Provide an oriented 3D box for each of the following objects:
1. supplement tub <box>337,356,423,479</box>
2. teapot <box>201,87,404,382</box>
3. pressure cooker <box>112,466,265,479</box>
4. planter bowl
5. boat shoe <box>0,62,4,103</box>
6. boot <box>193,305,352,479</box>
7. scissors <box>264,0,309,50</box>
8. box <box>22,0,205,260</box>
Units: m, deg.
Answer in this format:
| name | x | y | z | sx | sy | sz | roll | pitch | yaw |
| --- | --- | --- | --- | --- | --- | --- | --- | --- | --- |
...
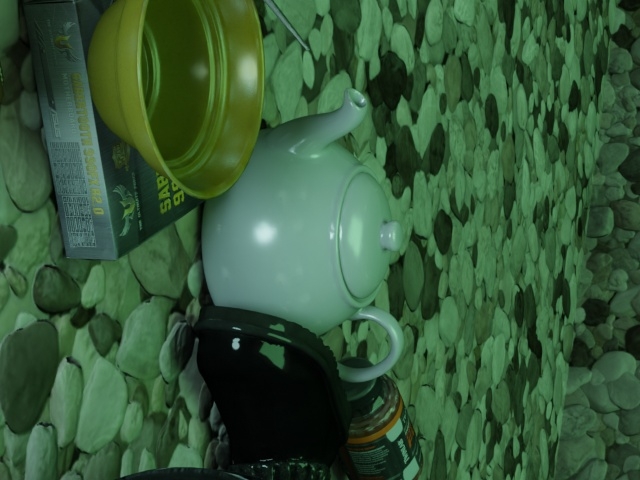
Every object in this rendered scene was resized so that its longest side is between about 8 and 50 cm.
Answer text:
| name | x | y | z | sx | sy | sz | roll | pitch | yaw |
| --- | --- | --- | --- | --- | --- | --- | --- | --- | --- |
| supplement tub | 0.062 | 0.235 | 1.779 | 0.198 | 0.106 | 0.106 | 68 | 33 | -44 |
| teapot | 0.000 | 0.000 | 1.518 | 0.256 | 0.187 | 0.252 | 45 | 51 | -60 |
| pressure cooker | -0.080 | 0.380 | 1.128 | 0.420 | 0.375 | 0.370 | 53 | 47 | -57 |
| planter bowl | -0.133 | -0.144 | 1.176 | 0.217 | 0.090 | 0.217 | 2 | 90 | -66 |
| boat shoe | -0.293 | -0.210 | 0.910 | 0.324 | 0.123 | 0.120 | 65 | 32 | -48 |
| boot | -0.058 | 0.245 | 1.470 | 0.348 | 0.131 | 0.260 | 58 | 40 | -53 |
| scissors | -0.086 | -0.267 | 1.262 | 0.297 | 0.021 | 0.109 | 52 | -15 | 50 |
| box | -0.177 | -0.119 | 1.261 | 0.183 | 0.056 | 0.231 | -40 | 128 | -60 |
